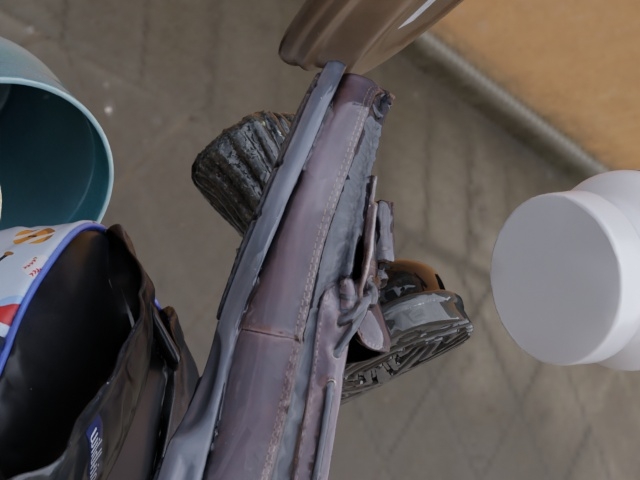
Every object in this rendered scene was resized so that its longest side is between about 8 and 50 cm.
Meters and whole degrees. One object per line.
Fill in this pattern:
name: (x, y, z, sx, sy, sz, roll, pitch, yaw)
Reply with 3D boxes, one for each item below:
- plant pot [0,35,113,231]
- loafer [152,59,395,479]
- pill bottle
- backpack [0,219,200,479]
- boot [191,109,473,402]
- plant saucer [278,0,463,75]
plant pot: (-0.398, -0.120, 1.644, 0.271, 0.271, 0.255, 43, 8, -43)
loafer: (-0.011, 0.064, 0.717, 0.109, 0.095, 0.303, 116, -6, -77)
pill bottle: (0.365, 0.026, 1.569, 0.363, 0.210, 0.210, -4, 85, -40)
backpack: (-0.173, 0.124, 0.794, 0.277, 0.213, 0.263, 77, 27, -44)
boot: (-0.004, 0.002, 1.236, 0.260, 0.131, 0.348, 64, -10, 7)
plant saucer: (0.092, -0.181, 0.826, 0.041, 0.278, 0.278, 50, 37, 1)
